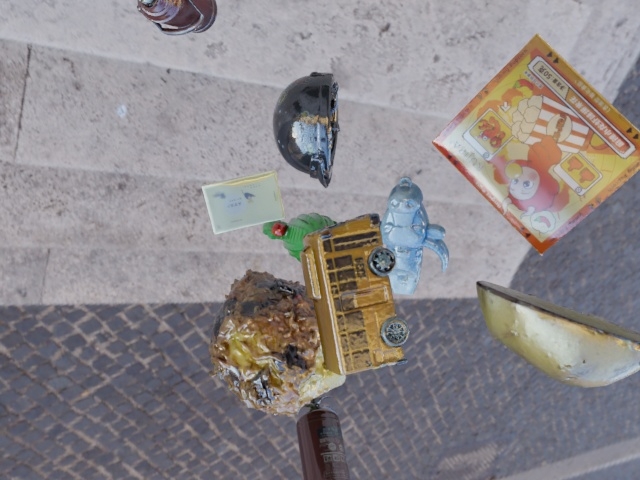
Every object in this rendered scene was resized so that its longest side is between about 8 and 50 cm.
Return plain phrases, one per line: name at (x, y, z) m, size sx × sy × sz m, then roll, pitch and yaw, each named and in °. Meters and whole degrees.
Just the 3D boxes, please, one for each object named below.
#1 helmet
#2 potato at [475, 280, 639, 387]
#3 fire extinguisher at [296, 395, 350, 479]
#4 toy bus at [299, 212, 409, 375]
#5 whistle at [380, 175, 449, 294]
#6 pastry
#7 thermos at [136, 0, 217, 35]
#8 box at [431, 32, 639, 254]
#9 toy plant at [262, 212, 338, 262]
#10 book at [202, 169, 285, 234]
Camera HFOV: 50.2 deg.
helmet at (-0.037, -0.273, 1.670) m, size 0.161 × 0.230 × 0.278 m, roll 7°, pitch 110°, yaw 3°
potato at (0.379, 0.158, 1.103) m, size 0.299 × 0.239 × 0.116 m, roll 20°, pitch 100°, yaw 0°
fire extinguisher at (0.013, 0.532, 1.695) m, size 0.135 × 0.337 × 0.114 m, roll 25°, pitch 130°, yaw -38°
toy bus at (0.040, 0.070, 0.912) m, size 0.114 × 0.098 × 0.201 m, roll -11°, pitch 91°, yaw -13°
whistle at (0.169, -0.005, 1.382) m, size 0.180 × 0.093 × 0.269 m, roll 3°, pitch 117°, yaw 13°
pastry at (-0.104, 0.231, 1.641) m, size 0.405 × 0.337 × 0.292 m, roll -11°, pitch 130°, yaw -62°
thermos at (-0.289, -0.466, 1.324) m, size 0.099 × 0.232 × 0.124 m, roll -16°, pitch 95°, yaw 17°
box at (0.398, -0.169, 1.228) m, size 0.259 × 0.283 × 0.214 m, roll -46°, pitch 172°, yaw 22°
toy plant at (0.007, 0.002, 1.123) m, size 0.155 × 0.240 × 0.088 m, roll 17°, pitch 88°, yaw -39°
book at (-0.113, -0.057, 1.013) m, size 0.111 × 0.014 × 0.077 m, roll -13°, pitch 110°, yaw -5°
